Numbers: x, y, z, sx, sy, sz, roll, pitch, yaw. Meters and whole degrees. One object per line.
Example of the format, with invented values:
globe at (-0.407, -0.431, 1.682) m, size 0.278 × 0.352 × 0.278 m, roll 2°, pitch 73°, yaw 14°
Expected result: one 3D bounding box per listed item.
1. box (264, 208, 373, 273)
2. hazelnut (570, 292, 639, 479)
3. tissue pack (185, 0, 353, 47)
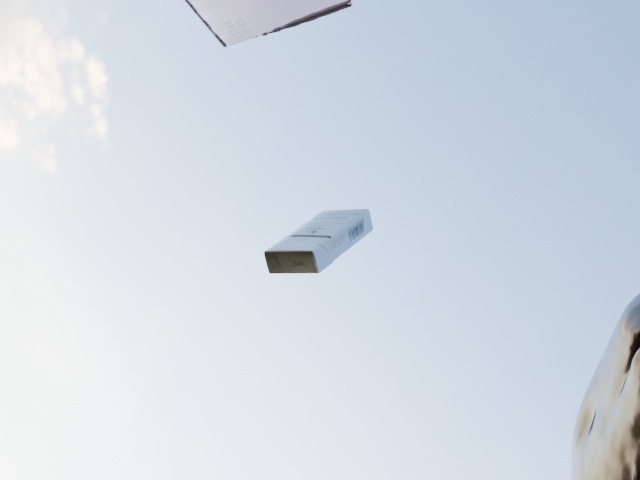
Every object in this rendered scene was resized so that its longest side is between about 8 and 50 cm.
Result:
box at (0.000, 0.000, 1.255) m, size 0.084 × 0.154 × 0.040 m, roll 2°, pitch -65°, yaw 34°
hazelnut at (0.469, 0.235, 1.005) m, size 0.402 × 0.402 × 0.428 m, roll 13°, pitch -81°, yaw 41°
tissue pack at (-0.057, -0.212, 0.458) m, size 0.093 × 0.246 × 0.148 m, roll -18°, pitch -97°, yaw 7°
